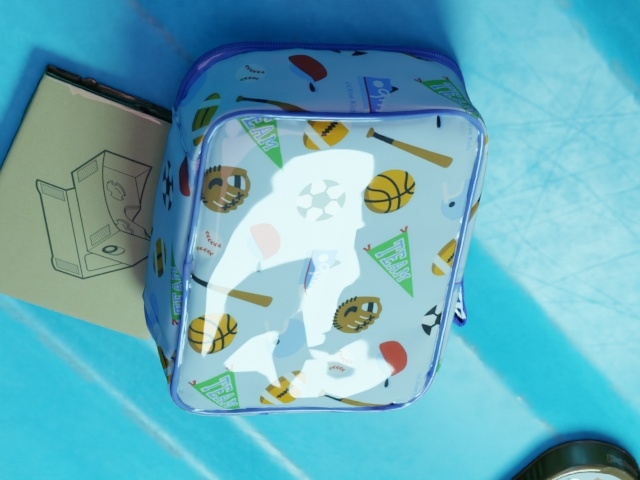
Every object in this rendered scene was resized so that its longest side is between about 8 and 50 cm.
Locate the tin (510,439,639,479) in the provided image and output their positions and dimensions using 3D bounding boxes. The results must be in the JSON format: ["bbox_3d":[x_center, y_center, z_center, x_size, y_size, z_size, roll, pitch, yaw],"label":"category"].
[{"bbox_3d":[0.198,0.247,1.724,0.106,0.040,0.189,31,119,-26],"label":"tin"}]

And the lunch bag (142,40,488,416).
[{"bbox_3d":[0.000,0.000,1.487,0.243,0.115,0.303,-2,127,-17],"label":"lunch bag"}]

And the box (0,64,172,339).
[{"bbox_3d":[-0.169,-0.024,1.529,0.164,0.021,0.201,20,122,-15],"label":"box"}]
